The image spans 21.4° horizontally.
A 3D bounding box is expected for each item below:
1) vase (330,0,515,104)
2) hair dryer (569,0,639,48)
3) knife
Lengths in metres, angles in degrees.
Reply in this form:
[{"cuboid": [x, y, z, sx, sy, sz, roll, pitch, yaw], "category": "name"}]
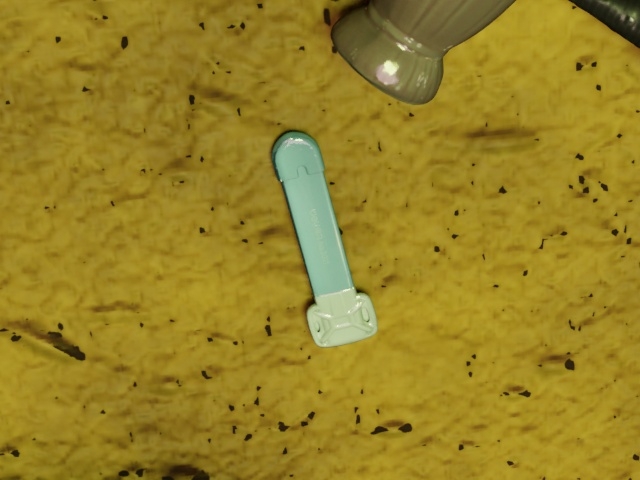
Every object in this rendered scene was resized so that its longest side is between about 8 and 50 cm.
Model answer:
[{"cuboid": [0.047, -0.096, 0.568, 0.053, 0.053, 0.101, 26, 119, -20], "category": "vase"}, {"cuboid": [0.187, -0.059, 0.585, 0.195, 0.050, 0.173, 32, 140, -11], "category": "hair dryer"}, {"cuboid": [0.000, 0.000, 0.646, 0.027, 0.010, 0.096, -14, 120, 3], "category": "knife"}]
